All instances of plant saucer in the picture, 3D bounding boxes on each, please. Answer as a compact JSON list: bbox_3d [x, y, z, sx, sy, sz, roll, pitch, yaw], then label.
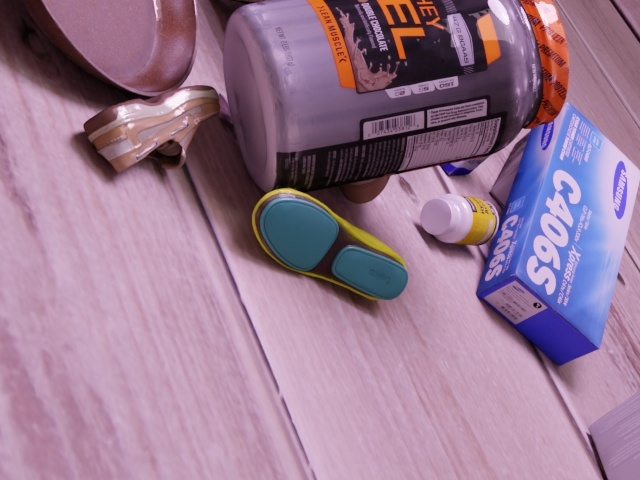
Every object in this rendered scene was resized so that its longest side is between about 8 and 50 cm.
[{"bbox_3d":[-0.232,-0.288,1.304,0.310,0.050,0.311,42,38,-45],"label":"plant saucer"}]

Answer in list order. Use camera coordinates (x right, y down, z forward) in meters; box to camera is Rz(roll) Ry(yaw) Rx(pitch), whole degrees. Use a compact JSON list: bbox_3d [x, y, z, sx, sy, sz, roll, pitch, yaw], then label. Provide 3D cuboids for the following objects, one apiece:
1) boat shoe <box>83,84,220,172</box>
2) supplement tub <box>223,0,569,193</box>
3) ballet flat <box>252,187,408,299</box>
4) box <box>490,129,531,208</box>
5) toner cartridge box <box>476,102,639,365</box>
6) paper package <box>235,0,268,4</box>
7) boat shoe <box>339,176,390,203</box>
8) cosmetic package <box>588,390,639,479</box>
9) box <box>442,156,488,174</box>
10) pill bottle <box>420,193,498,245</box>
[{"bbox_3d":[-0.155,-0.103,1.258,0.190,0.068,0.072,-27,89,-54],"label":"boat shoe"},{"bbox_3d":[0.080,-0.175,1.372,0.338,0.207,0.207,-12,55,-15],"label":"supplement tub"},{"bbox_3d":[0.000,0.000,1.352,0.231,0.077,0.077,29,10,-40],"label":"ballet flat"},{"bbox_3d":[0.356,-0.116,2.010,0.094,0.113,0.275,48,24,-3],"label":"box"},{"bbox_3d":[0.333,-0.015,1.744,0.165,0.075,0.348,40,47,-19],"label":"toner cartridge box"},{"bbox_3d":[0.074,-0.359,1.628,0.324,0.168,0.309,3,9,-45],"label":"paper package"},{"bbox_3d":[0.054,-0.167,1.628,0.341,0.121,0.110,-72,156,-56],"label":"boat shoe"},{"bbox_3d":[0.426,0.312,1.539,0.127,0.107,0.238,32,27,-36],"label":"cosmetic package"},{"bbox_3d":[0.212,-0.183,1.843,0.126,0.137,0.072,55,28,14],"label":"box"},{"bbox_3d":[0.179,-0.027,1.662,0.116,0.065,0.065,4,50,-55],"label":"pill bottle"}]
